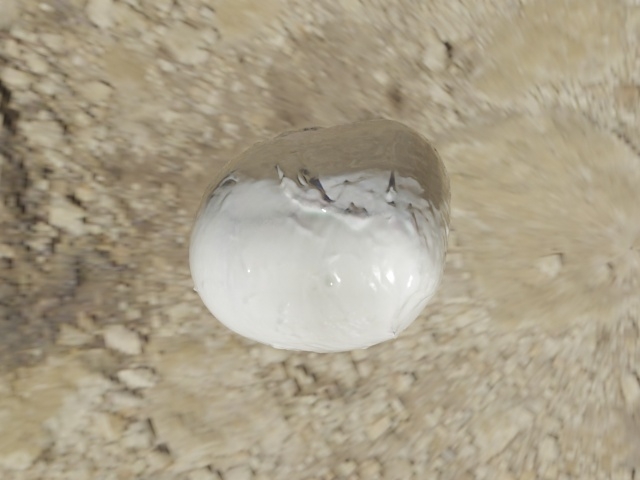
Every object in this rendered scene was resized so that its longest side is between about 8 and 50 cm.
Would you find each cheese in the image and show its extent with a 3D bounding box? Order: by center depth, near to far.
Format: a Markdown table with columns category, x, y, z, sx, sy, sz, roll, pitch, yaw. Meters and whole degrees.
| category | x | y | z | sx | sy | sz | roll | pitch | yaw |
| --- | --- | --- | --- | --- | --- | --- | --- | --- | --- |
| cheese | 0.000 | 0.000 | 1.423 | 0.189 | 0.198 | 0.154 | 1 | 114 | 5 |
